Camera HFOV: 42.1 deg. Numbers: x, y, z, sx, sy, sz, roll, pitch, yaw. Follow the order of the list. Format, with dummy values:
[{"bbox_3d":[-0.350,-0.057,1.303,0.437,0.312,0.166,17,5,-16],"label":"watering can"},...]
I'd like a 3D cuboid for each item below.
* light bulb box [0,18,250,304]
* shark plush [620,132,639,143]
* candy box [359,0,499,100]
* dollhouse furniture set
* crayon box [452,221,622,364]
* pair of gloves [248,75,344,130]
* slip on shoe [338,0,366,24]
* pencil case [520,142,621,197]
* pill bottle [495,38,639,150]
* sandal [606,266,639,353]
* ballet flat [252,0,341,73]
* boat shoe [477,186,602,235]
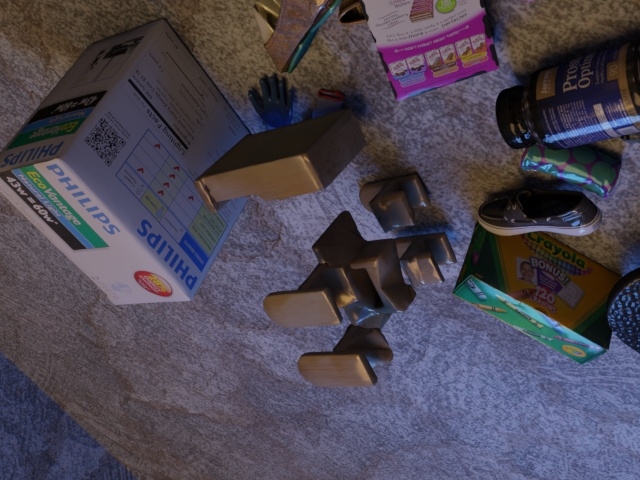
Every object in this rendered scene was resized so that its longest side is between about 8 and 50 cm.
[{"bbox_3d":[-0.329,-0.131,1.497,0.225,0.361,0.358,-7,134,38],"label":"light bulb box"},{"bbox_3d":[0.490,-0.163,1.234,0.161,0.073,0.067,10,169,-14],"label":"shark plush"},{"bbox_3d":[0.143,-0.324,1.152,0.159,0.071,0.233,-15,133,13],"label":"candy box"},{"bbox_3d":[0.000,0.000,1.470,0.256,0.362,0.394,-7,120,40],"label":"dollhouse furniture set"},{"bbox_3d":[0.392,0.081,1.492,0.278,0.165,0.081,28,146,-4],"label":"crayon box"},{"bbox_3d":[-0.036,-0.222,1.491,0.198,0.023,0.159,17,143,12],"label":"pair of gloves"},{"bbox_3d":[0.085,-0.348,1.228,0.135,0.041,0.051,1,139,32],"label":"slip on shoe"},{"bbox_3d":[0.394,-0.119,1.314,0.151,0.064,0.070,21,132,6],"label":"pencil case"},{"bbox_3d":[0.367,-0.196,1.178,0.219,0.123,0.123,-11,132,40],"label":"pill bottle"},{"bbox_3d":[0.642,0.147,1.476,0.167,0.107,0.445,-29,132,33],"label":"sandal"},{"bbox_3d":[-0.041,-0.340,1.217,0.106,0.108,0.316,34,164,-8],"label":"ballet flat"},{"bbox_3d":[0.352,-0.055,1.386,0.228,0.080,0.076,10,150,48],"label":"boat shoe"}]
